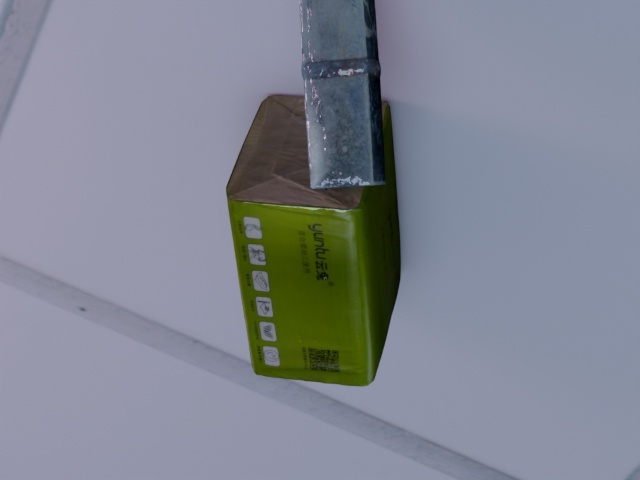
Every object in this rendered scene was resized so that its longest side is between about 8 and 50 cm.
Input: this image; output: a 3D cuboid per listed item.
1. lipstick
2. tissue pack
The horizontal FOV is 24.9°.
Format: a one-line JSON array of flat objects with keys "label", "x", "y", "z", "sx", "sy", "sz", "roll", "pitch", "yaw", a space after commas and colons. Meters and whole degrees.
[{"label": "lipstick", "x": 0.020, "y": -0.198, "z": 1.477, "sx": 0.076, "sy": 0.077, "sz": 0.289, "roll": -4, "pitch": 92, "yaw": 16}, {"label": "tissue pack", "x": 0.000, "y": 0.000, "z": 1.670, "sx": 0.167, "sy": 0.200, "sz": 0.274, "roll": 5, "pitch": 132, "yaw": 10}]
